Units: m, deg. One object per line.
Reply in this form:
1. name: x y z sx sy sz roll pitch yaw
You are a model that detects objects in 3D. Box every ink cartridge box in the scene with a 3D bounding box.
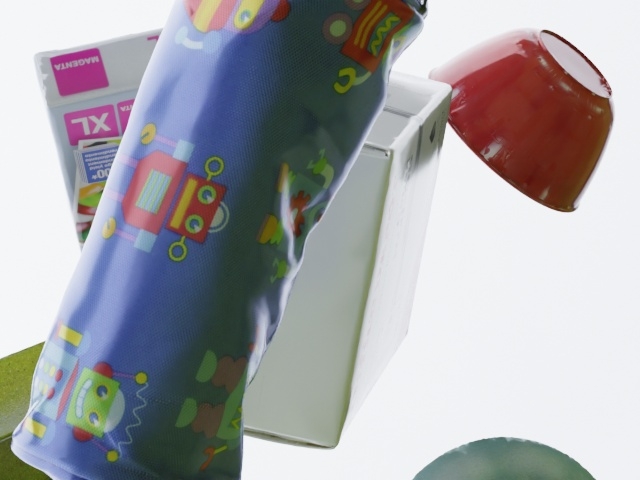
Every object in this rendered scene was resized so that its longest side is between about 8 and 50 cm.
1. ink cartridge box: 0.000 0.000 1.351 0.283 0.117 0.207 -49 -30 -73
2. ink cartridge box: -0.117 -0.059 1.612 0.186 0.065 0.311 -13 -30 -7

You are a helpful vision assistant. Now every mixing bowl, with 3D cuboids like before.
1. mixing bowl: 0.193 -0.123 1.752 0.181 0.181 0.098 15 -55 -46

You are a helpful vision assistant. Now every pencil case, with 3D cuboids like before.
1. pencil case: -0.051 -0.011 1.006 0.133 0.119 0.306 22 -90 -66

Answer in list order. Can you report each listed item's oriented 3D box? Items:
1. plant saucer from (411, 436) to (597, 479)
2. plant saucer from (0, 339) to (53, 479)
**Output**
1. plant saucer: 0.141 0.244 1.476 0.195 0.037 0.195 0 -92 -12
2. plant saucer: -0.238 0.172 1.393 0.188 0.045 0.188 -21 -44 -52
